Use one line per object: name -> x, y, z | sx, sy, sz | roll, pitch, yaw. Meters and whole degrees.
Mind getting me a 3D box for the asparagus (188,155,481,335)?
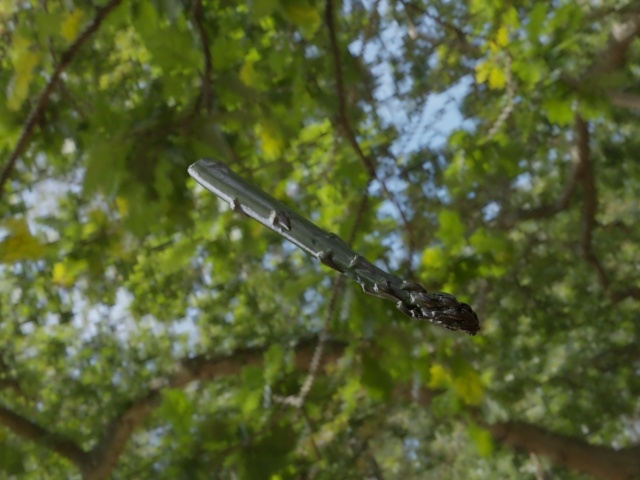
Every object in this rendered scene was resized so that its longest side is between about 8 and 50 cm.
asparagus -> 0.000, 0.000, 0.758 | 0.024, 0.248, 0.025 | 30, -90, -50
